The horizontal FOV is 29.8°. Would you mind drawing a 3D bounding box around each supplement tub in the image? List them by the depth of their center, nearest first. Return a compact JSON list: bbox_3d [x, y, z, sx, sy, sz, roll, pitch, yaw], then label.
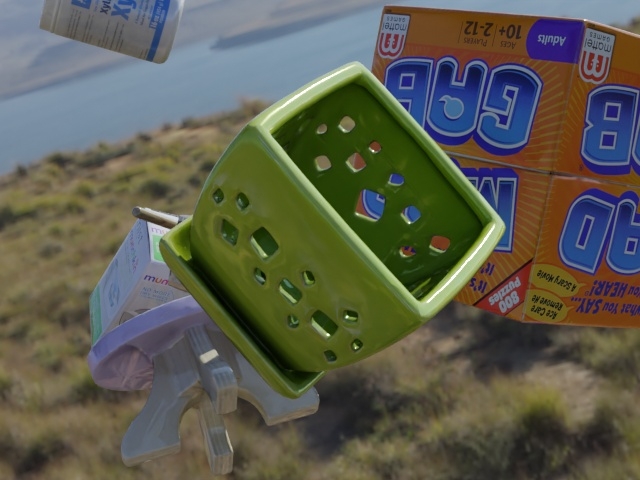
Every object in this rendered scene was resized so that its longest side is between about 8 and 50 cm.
[{"bbox_3d":[-0.170,-0.191,0.984,0.107,0.071,0.071,14,7,-14],"label":"supplement tub"}]

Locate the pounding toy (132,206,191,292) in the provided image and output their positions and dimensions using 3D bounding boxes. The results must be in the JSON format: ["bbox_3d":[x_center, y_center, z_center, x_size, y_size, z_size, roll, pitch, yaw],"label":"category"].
[{"bbox_3d":[-0.126,0.022,1.339,0.181,0.094,0.206,9,-1,-17],"label":"pounding toy"}]

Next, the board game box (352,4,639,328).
[{"bbox_3d":[0.294,-0.098,1.608,0.356,0.356,0.356,6,7,-38],"label":"board game box"}]

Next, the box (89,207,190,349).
[{"bbox_3d":[-0.208,0.090,1.943,0.262,0.231,0.127,16,41,-28],"label":"box"}]

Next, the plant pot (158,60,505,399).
[{"bbox_3d":[0.000,0.000,1.121,0.207,0.228,0.227,-41,-1,35],"label":"plant pot"}]

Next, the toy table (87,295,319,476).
[{"bbox_3d":[-0.141,0.176,1.523,0.274,0.161,0.252,-21,-30,-6],"label":"toy table"}]
